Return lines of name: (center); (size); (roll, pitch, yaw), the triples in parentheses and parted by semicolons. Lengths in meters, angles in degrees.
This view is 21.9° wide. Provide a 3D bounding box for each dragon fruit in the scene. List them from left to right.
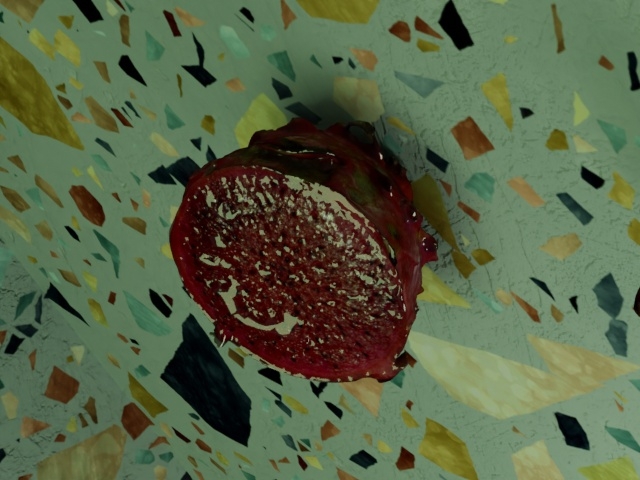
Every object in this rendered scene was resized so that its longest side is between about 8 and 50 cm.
dragon fruit: (0.000, 0.000, 2.253); (0.386, 0.249, 0.371); (46, 136, -10)

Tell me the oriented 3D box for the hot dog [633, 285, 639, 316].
hot dog: (0.492, 0.074, 1.831); (0.272, 0.122, 0.196); (19, 146, 13)
